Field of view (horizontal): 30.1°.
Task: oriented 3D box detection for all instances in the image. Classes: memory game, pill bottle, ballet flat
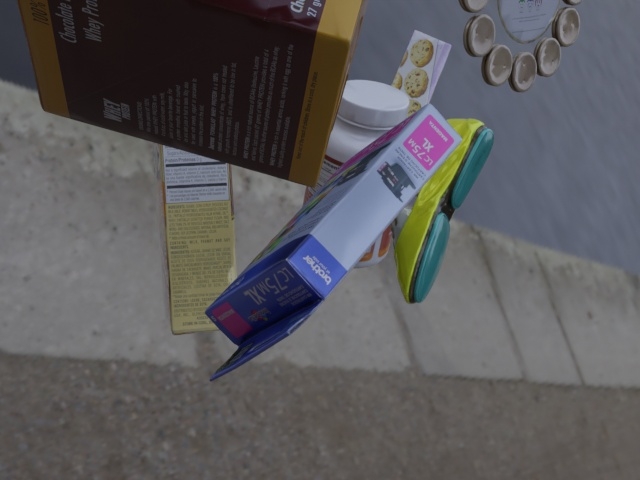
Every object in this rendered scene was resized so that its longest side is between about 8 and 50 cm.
[{"bbox_3d":[0.180,-0.221,1.043,0.186,0.012,0.186,-16,114,-42],"label":"memory game"},{"bbox_3d":[0.046,-0.084,1.489,0.121,0.121,0.216,-53,157,-59],"label":"pill bottle"},{"bbox_3d":[0.121,-0.039,1.341,0.231,0.077,0.077,-65,156,-15],"label":"ballet flat"}]

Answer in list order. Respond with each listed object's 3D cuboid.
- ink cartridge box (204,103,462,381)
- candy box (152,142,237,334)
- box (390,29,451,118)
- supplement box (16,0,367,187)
[{"bbox_3d":[0.000,0.000,1.196,0.065,0.186,0.311,45,56,-8],"label":"ink cartridge box"},{"bbox_3d":[-0.155,-0.058,1.439,0.183,0.087,0.317,-160,-114,-79],"label":"candy box"},{"bbox_3d":[0.112,-0.167,1.731,0.067,0.063,0.324,22,59,3],"label":"box"},{"bbox_3d":[-0.071,-0.152,0.739,0.191,0.194,0.129,105,0,-67],"label":"supplement box"}]
